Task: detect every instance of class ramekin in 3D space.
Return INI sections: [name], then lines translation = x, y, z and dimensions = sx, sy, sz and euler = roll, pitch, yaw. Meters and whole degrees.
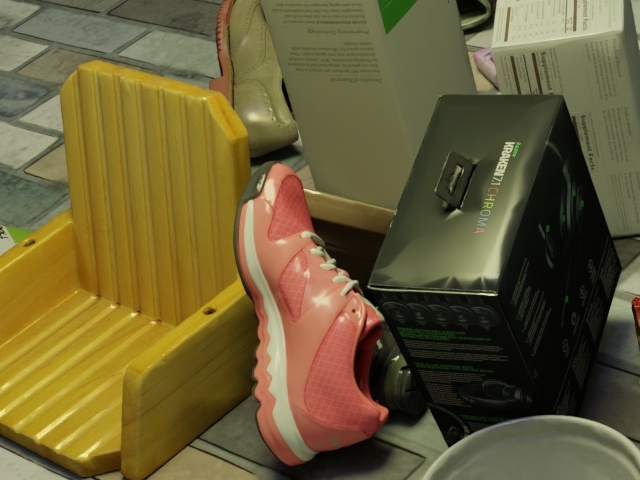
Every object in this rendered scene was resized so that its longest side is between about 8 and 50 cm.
[ramekin]
translation = 0.192, 0.258, 1.546
dimensions = 0.207, 0.109, 0.207
euler = -12, 32, 8

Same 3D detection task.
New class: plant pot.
[plant pot]
translation = 0.000, 0.000, 1.990
dimensions = 0.237, 0.109, 0.237
euler = 13, 1, 0

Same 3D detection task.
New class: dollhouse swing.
[dollhouse swing]
translation = -0.251, 0.020, 1.934
dimensions = 0.347, 0.305, 0.315
euler = 19, 45, 42

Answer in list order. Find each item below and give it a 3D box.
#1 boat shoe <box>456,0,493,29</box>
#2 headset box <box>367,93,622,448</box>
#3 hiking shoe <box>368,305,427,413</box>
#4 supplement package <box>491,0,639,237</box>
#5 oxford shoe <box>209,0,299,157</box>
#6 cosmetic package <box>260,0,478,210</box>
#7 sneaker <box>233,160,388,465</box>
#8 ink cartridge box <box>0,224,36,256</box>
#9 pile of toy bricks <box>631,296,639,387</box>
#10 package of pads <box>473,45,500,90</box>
[boat shoe]
translation = 0.083, -0.337, 2.517
dimensions = 0.335, 0.121, 0.119
euler = -11, 34, 10
[headset box]
translation = 0.173, 0.029, 1.699
dimensions = 0.131, 0.283, 0.246
euler = 3, 52, 27
[hiking shoe]
translation = 0.070, 0.090, 1.881
dimensions = 0.114, 0.086, 0.227
euler = -3, 37, 18
[supplement package]
translation = 0.292, -0.161, 2.013
dimensions = 0.145, 0.261, 0.204
euler = -7, 32, 14
[oxford shoe]
translation = -0.076, -0.232, 2.431
dimensions = 0.130, 0.123, 0.348
euler = -6, 46, 7
[cosmetic package]
translation = 0.065, -0.210, 2.092
dimensions = 0.155, 0.365, 0.197
euler = 3, 38, 31
[sneaker]
translation = 0.002, 0.066, 1.804
dimensions = 0.136, 0.116, 0.313
euler = -13, 75, 20
[ink cartridge box]
translation = -0.450, 0.048, 2.193
dimensions = 0.255, 0.097, 0.189
euler = 9, 20, -29
[pile of toy bricks]
translation = 0.362, 0.114, 1.700
dimensions = 0.118, 0.105, 0.212
euler = -13, 32, 5
[package of pads]
translation = 0.242, -0.233, 2.369
dimensions = 0.050, 0.032, 0.083
euler = -23, 32, -7
